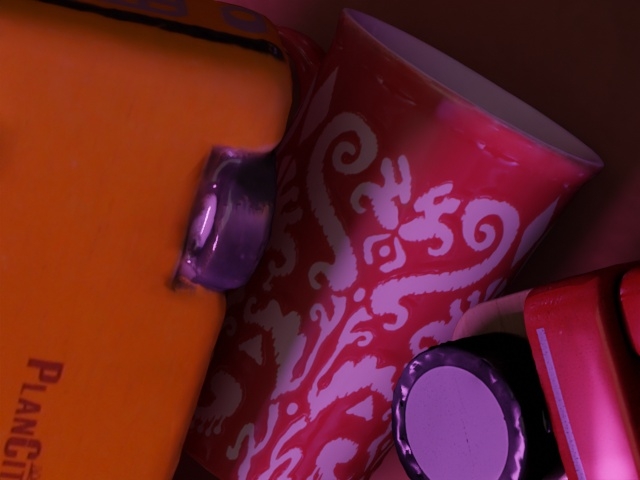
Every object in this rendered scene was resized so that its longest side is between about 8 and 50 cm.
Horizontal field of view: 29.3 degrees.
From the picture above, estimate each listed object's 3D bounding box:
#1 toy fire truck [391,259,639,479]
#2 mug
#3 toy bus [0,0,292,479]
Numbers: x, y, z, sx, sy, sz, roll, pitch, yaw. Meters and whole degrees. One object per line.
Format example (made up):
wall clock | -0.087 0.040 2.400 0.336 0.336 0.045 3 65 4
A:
toy fire truck | 0.150 0.100 0.343 0.246 0.158 0.217 -20 81 44
mug | 0.008 0.004 0.487 0.169 0.113 0.150 -60 36 15
toy bus | -0.110 0.056 0.445 0.108 0.130 0.332 10 118 -17
